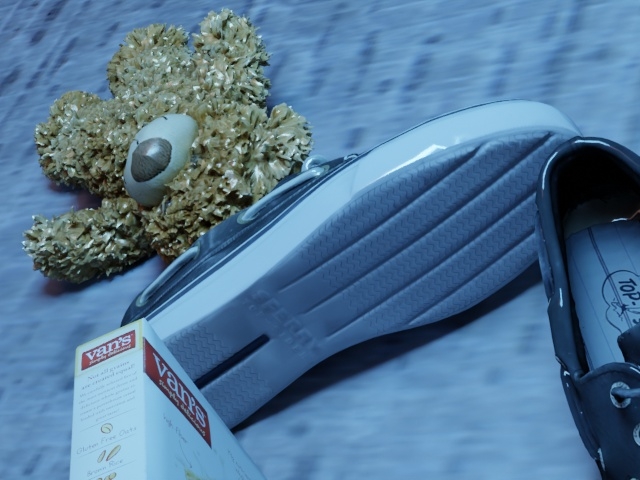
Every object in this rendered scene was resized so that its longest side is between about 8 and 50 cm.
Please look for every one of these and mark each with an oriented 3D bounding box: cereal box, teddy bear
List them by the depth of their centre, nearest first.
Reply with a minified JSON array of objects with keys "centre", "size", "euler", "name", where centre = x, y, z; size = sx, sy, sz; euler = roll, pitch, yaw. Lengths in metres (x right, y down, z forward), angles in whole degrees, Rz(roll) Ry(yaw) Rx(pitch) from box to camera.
[{"centre":[-0.055,0.171,0.629],"size":[0.047,0.173,0.240],"euler":[-24,36,10],"name":"cereal box"},{"centre":[-0.132,-0.079,1.059],"size":[0.245,0.113,0.338],"euler":[-29,34,7],"name":"teddy bear"}]

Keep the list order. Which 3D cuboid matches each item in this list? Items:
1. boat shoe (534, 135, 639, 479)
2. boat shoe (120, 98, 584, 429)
[{"centre":[0.175,0.059,0.649],"size":[0.127,0.113,0.340],"euler":[-22,35,13],"name":"boat shoe"},{"centre":[0.000,0.000,0.839],"size":[0.335,0.121,0.119],"euler":[-29,36,11],"name":"boat shoe"}]
